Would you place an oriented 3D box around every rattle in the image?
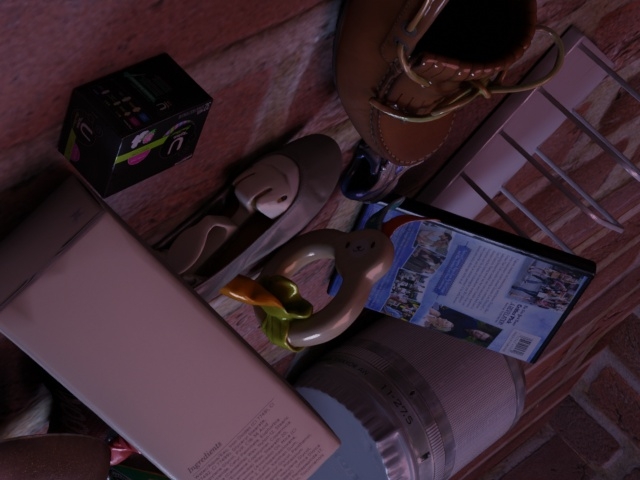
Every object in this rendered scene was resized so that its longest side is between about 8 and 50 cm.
[{"bbox_3d":[0.000,0.000,1.364,0.200,0.130,0.142,-36,119,9],"label":"rattle"}]

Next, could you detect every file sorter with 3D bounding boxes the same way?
[{"bbox_3d":[0.274,-0.071,1.651,0.277,0.173,0.193,-48,161,13],"label":"file sorter"}]

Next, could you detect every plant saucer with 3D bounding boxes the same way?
[{"bbox_3d":[-0.306,0.239,1.132,0.311,0.050,0.310,-21,161,-7],"label":"plant saucer"}]

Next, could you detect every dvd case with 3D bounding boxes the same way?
[{"bbox_3d":[0.148,0.041,1.555,0.180,0.253,0.022,113,-5,-50],"label":"dvd case"}]

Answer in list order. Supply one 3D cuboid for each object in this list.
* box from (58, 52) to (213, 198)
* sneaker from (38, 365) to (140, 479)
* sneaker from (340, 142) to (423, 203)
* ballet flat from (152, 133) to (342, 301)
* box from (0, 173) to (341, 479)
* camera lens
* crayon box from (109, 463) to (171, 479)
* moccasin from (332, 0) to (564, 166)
[{"bbox_3d":[-0.125,-0.078,0.970,0.083,0.052,0.062,-30,157,-39],"label":"box"},{"bbox_3d":[-0.186,0.130,1.237,0.097,0.135,0.276,-47,-170,-32],"label":"sneaker"},{"bbox_3d":[0.067,-0.084,1.375,0.058,0.052,0.135,-10,141,-54],"label":"sneaker"},{"bbox_3d":[-0.067,-0.017,1.205,0.213,0.072,0.068,-43,156,-3],"label":"ballet flat"},{"bbox_3d":[-0.116,0.088,1.039,0.113,0.094,0.275,-43,119,-3],"label":"box"},{"bbox_3d":[0.111,0.207,1.840,0.274,0.219,0.219,-31,158,-34],"label":"camera lens"},{"bbox_3d":[-0.179,0.357,1.621,0.165,0.081,0.278,-49,139,14],"label":"crayon box"},{"bbox_3d":[0.105,-0.170,1.104,0.139,0.147,0.380,-34,160,-28],"label":"moccasin"}]
